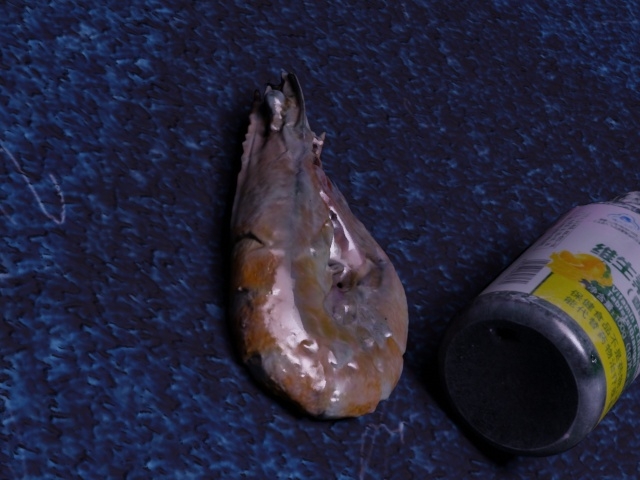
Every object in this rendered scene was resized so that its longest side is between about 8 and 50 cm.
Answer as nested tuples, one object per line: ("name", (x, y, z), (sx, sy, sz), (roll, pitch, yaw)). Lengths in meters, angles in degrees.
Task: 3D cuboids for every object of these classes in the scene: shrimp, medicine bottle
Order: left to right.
("shrimp", (0.000, 0.000, 1.330), (0.164, 0.062, 0.317), (21, 49, -33))
("medicine bottle", (0.220, 0.056, 1.407), (0.141, 0.141, 0.293), (48, 39, 4))
